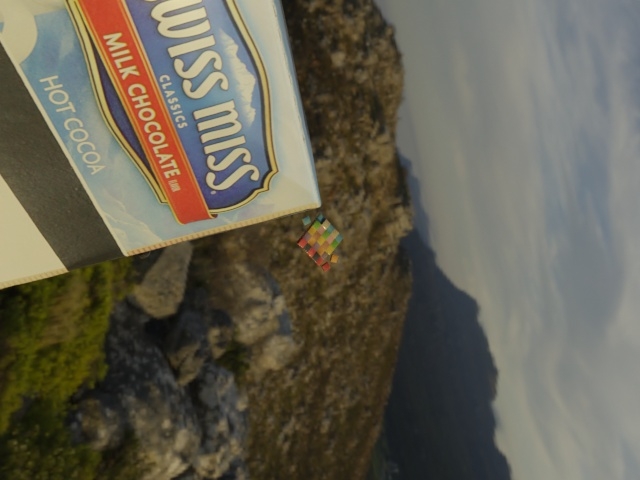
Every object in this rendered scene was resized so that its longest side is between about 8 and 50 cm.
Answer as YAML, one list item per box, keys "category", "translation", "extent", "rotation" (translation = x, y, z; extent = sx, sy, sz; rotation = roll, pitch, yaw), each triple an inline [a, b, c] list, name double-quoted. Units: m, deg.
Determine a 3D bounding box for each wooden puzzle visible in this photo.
- category: "wooden puzzle"
  translation: [0.000, 0.000, 1.071]
  extent: [0.083, 0.049, 0.006]
  rotation: [46, -14, -34]

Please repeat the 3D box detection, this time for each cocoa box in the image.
- category: "cocoa box"
  translation: [-0.148, -0.176, 0.454]
  extent: [0.347, 0.228, 0.231]
  rotation: [77, -1, -52]

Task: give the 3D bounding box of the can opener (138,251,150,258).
- category: "can opener"
  translation: [-0.289, -0.035, 1.210]
  extent: [0.059, 0.073, 0.186]
  rotation: [16, 24, -49]
